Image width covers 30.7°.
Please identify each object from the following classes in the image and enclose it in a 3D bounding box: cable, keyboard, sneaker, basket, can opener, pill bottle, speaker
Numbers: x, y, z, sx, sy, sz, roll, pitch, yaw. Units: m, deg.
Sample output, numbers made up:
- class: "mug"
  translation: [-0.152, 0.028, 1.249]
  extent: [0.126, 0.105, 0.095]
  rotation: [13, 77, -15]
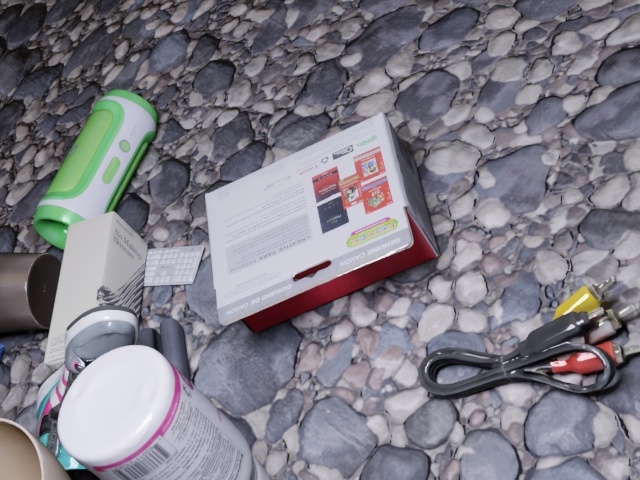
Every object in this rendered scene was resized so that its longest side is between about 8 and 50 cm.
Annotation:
- class: "cable"
  translation: [0.264, 0.157, 1.464]
  extent: [0.287, 0.072, 0.139]
  rotation: [-29, 58, 26]
- class: "keyboard"
  translation: [-0.305, 0.047, 1.953]
  extent: [0.256, 0.014, 0.072]
  rotation: [-4, 51, 31]
- class: "sneaker"
  translation: [-0.332, 0.237, 1.662]
  extent: [0.295, 0.124, 0.178]
  rotation: [-56, 37, 41]
- class: "basket"
  translation: [-0.555, 0.090, 1.974]
  extent: [0.227, 0.204, 0.154]
  rotation: [-3, 76, 19]
- class: "can opener"
  translation: [-0.234, 0.216, 1.691]
  extent: [0.076, 0.095, 0.283]
  rotation: [-26, 43, 11]
- class: "pill bottle"
  translation: [-0.186, 0.269, 1.470]
  extent: [0.160, 0.283, 0.160]
  rotation: [-18, 45, 19]
- class: "speaker"
  translation: [-0.399, -0.126, 2.089]
  extent: [0.131, 0.131, 0.296]
  rotation: [0, 53, 34]

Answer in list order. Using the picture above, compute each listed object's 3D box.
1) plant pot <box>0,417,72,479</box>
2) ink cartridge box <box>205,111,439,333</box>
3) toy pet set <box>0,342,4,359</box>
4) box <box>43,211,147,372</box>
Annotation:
- class: "plant pot"
  translation: [-0.424, 0.406, 1.569]
  extent: [0.284, 0.191, 0.284]
  rotation: [-17, 51, 23]
- class: "ink cartridge box"
  translation: [0.000, 0.000, 1.704]
  extent: [0.309, 0.130, 0.272]
  rotation: [-23, 45, 15]
- class: "toy pet set"
  translation: [-0.578, 0.222, 1.963]
  extent: [0.122, 0.065, 0.114]
  rotation: [32, 109, 49]
- class: "box"
  translation: [-0.353, 0.097, 1.858]
  extent: [0.094, 0.113, 0.275]
  rotation: [-17, 50, 21]
